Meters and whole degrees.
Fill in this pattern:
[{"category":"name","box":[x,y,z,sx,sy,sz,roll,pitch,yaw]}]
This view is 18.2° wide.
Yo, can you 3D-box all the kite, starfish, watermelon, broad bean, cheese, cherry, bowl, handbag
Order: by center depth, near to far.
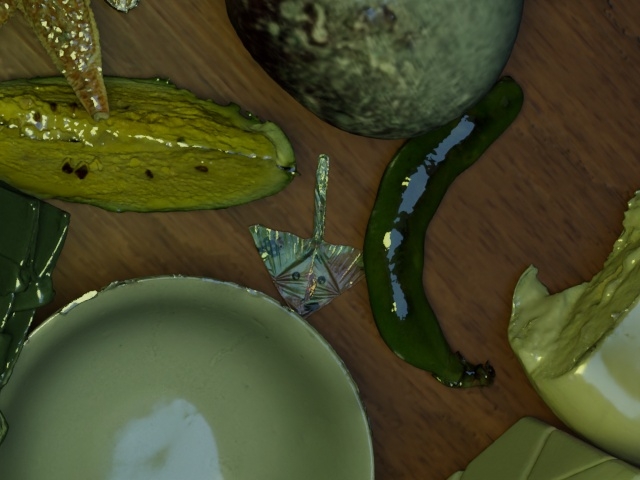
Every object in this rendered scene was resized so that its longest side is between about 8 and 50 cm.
[{"category":"handbag","box":[-0.334,0.050,1.613,0.079,0.260,0.248,21,91,-56]},{"category":"starfish","box":[-0.226,-0.211,1.619,0.295,0.048,0.231,-1,97,-1]},{"category":"cherry","box":[0.048,-0.226,1.687,0.255,0.218,0.296,-37,116,-11]},{"category":"watermelon","box":[-0.168,-0.080,1.692,0.301,0.129,0.123,7,95,-6]},{"category":"bowl","box":[-0.135,0.191,1.712,0.345,0.157,0.346,-1,96,-12]},{"category":"kite","box":[0.000,0.000,1.803,0.137,0.005,0.153,14,92,-16]},{"category":"broad bean","box":[0.107,-0.008,1.809,0.144,0.049,0.292,3,96,-22]},{"category":"cheese","box":[0.314,0.074,1.824,0.233,0.127,0.266,45,82,-10]}]

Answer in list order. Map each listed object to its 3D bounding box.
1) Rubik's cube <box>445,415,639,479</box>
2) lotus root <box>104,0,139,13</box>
[{"category":"Rubik's cube","box":[0.202,0.385,1.728,0.322,0.319,0.316,-41,102,-7]},{"category":"lotus root","box":[-0.170,-0.239,1.727,0.037,0.030,0.083,11,92,-12]}]
